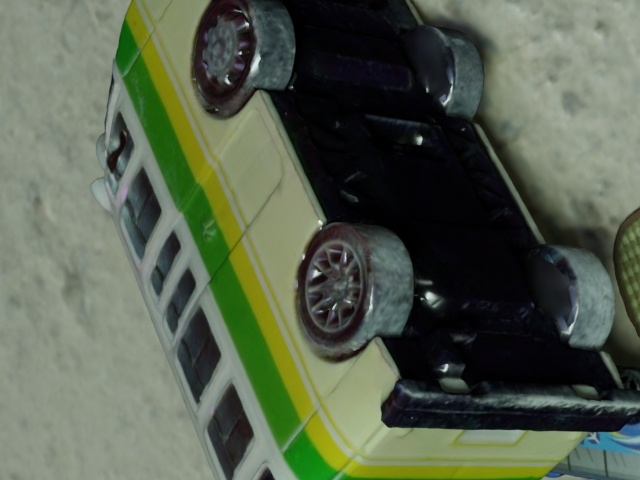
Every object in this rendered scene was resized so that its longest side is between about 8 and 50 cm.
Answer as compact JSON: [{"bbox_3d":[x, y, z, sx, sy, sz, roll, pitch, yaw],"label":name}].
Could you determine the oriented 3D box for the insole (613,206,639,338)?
[{"bbox_3d":[0.197,0.099,0.893,0.086,0.005,0.253,-28,77,36],"label":"insole"}]

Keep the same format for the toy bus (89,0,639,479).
[{"bbox_3d":[0.000,0.000,0.916,0.179,0.143,0.305,-54,47,36],"label":"toy bus"}]

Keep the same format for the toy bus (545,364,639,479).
[{"bbox_3d":[0.130,0.083,0.910,0.153,0.051,0.061,4,101,43],"label":"toy bus"}]
